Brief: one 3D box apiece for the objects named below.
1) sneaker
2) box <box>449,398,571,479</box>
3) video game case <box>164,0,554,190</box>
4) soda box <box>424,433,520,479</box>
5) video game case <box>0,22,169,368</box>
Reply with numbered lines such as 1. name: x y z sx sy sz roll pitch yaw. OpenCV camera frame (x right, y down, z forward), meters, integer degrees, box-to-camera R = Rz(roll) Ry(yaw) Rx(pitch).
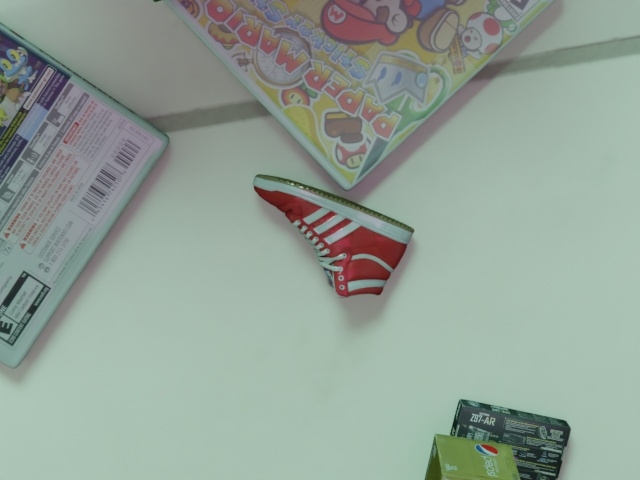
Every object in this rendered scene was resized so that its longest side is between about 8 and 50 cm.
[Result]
1. sneaker: 0.000 0.000 0.908 0.118 0.042 0.067 22 96 -8
2. box: 0.135 0.157 0.954 0.083 0.018 0.067 11 100 -4
3. video game case: 0.016 -0.183 0.882 0.206 0.026 0.227 -43 99 6
4. soda box: 0.094 0.235 0.933 0.058 0.061 0.181 9 109 -3
5. video game case: -0.235 -0.040 0.904 0.183 0.023 0.201 34 99 -8
